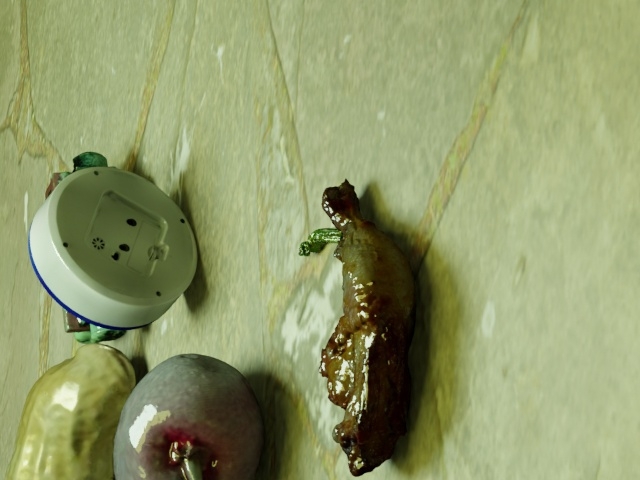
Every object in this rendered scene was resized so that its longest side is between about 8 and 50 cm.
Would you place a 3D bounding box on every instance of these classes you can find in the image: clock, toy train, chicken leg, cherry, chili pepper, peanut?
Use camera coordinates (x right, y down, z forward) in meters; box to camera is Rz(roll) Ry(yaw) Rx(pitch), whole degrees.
[{"bbox_3d":[-0.286,0.009,1.580,0.083,0.230,0.230,-40,53,41],"label":"clock"},{"bbox_3d":[-0.359,0.023,1.777,0.221,0.150,0.305,139,126,-58],"label":"toy train"},{"bbox_3d":[0.045,0.089,1.223,0.177,0.083,0.323,178,95,-65],"label":"chicken leg"},{"bbox_3d":[-0.165,0.247,1.408,0.213,0.183,0.266,-66,23,1],"label":"cherry"},{"bbox_3d":[0.000,0.000,1.344,0.083,0.022,0.027,-21,101,48],"label":"chili pepper"},{"bbox_3d":[-0.394,0.308,1.757,0.174,0.158,0.340,33,114,53],"label":"peanut"}]
